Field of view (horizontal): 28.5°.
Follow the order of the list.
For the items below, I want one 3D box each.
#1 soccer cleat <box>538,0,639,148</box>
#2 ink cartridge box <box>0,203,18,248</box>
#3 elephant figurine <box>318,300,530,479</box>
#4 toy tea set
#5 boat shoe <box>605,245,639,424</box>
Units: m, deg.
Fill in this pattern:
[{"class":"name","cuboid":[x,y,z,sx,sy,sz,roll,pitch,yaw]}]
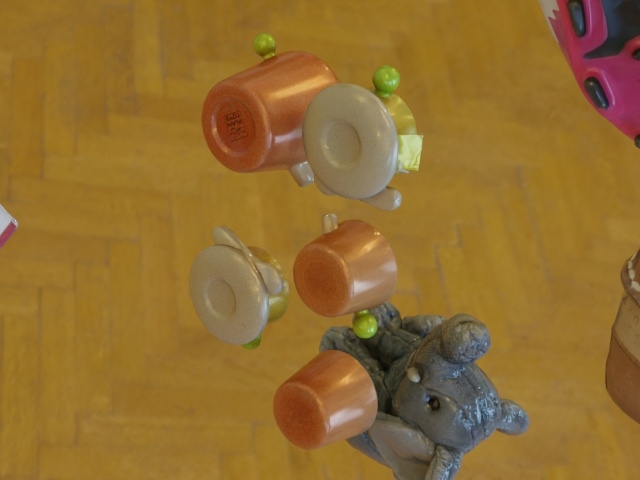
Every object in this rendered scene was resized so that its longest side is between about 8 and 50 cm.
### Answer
[{"class":"soccer cleat","cuboid":[0.157,-0.193,0.726,0.331,0.116,0.143,48,34,-17]},{"class":"ink cartridge box","cuboid":[-0.183,0.018,0.452,0.056,0.135,0.099,47,60,-24]},{"class":"elephant figurine","cuboid":[0.101,0.150,1.122,0.186,0.239,0.169,24,86,-30]},{"class":"toy tea set","cuboid":[0.000,0.000,1.025,0.200,0.336,0.124,24,29,32]},{"class":"boat shoe","cuboid":[0.252,0.069,0.435,0.324,0.116,0.123,24,28,6]}]
